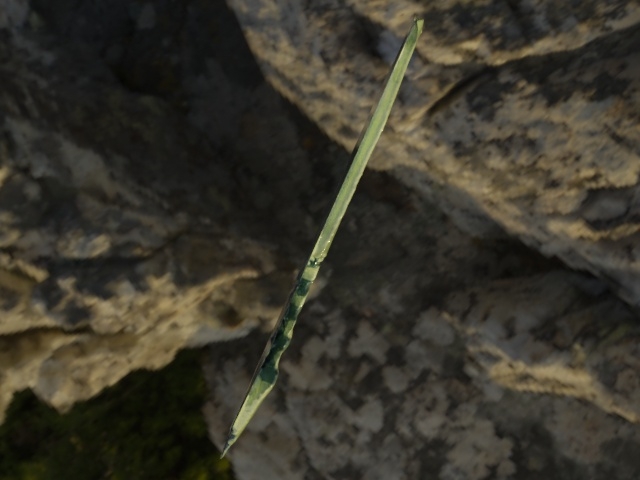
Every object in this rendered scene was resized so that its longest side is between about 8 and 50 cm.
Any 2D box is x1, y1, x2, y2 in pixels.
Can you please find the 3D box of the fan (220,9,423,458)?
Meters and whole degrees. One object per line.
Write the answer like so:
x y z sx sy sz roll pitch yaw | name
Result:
0.000 0.000 0.497 0.009 0.131 0.240 22 131 -2 | fan
